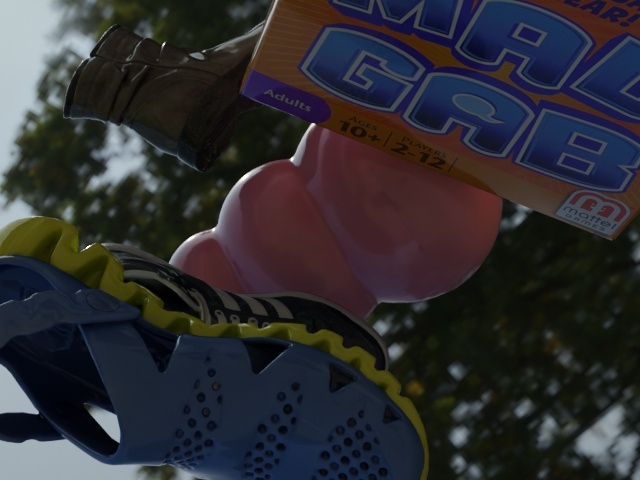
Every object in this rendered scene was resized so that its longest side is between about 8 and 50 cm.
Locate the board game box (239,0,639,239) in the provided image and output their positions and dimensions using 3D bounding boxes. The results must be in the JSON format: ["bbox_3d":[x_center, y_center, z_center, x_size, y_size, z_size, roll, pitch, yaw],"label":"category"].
[{"bbox_3d":[0.182,-0.279,1.475,0.356,0.356,0.356,21,-117,-4],"label":"board game box"}]

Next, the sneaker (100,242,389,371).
[{"bbox_3d":[-0.077,0.081,1.462,0.282,0.099,0.153,18,-175,-4],"label":"sneaker"}]

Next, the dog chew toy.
[{"bbox_3d":[0.000,0.000,1.674,0.206,0.332,0.206,58,-174,-9],"label":"dog chew toy"}]

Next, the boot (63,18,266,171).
[{"bbox_3d":[-0.130,-0.174,1.720,0.161,0.083,0.246,25,-137,12],"label":"boot"}]

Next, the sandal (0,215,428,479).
[{"bbox_3d":[-0.091,0.099,1.067,0.317,0.126,0.138,19,-154,12],"label":"sandal"}]
